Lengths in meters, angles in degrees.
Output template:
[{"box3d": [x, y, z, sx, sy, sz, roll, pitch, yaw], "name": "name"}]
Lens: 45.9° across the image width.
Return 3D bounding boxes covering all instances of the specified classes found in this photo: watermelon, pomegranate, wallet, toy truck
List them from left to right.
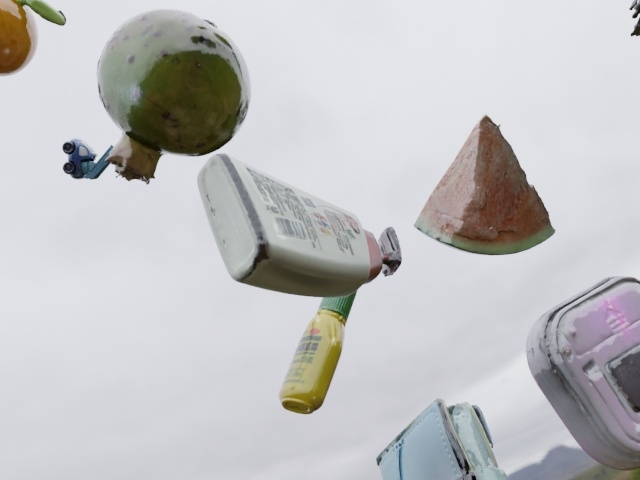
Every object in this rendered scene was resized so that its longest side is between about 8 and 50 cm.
[{"box3d": [-0.401, -0.144, 1.322, 0.090, 0.073, 0.056, -2, 2, 0], "name": "toy truck"}, {"box3d": [-0.118, -0.116, 0.581, 0.130, 0.130, 0.130, -21, -22, -9], "name": "pomegranate"}, {"box3d": [0.145, 0.316, 0.817, 0.075, 0.250, 0.176, 9, -45, -27], "name": "wallet"}, {"box3d": [0.309, -0.105, 1.623, 0.283, 0.293, 0.250, -15, 4, -37], "name": "watermelon"}]

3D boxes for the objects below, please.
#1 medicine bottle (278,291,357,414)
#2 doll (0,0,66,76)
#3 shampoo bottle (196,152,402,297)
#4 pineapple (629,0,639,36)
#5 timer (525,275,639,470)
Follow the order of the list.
[{"box3d": [0.009, 0.149, 1.206, 0.064, 0.261, 0.095, 36, -32, -21], "name": "medicine bottle"}, {"box3d": [-0.695, -0.478, 1.640, 0.236, 0.213, 0.213, -39, -23, 5], "name": "doll"}, {"box3d": [0.000, 0.000, 0.861, 0.284, 0.153, 0.071, 16, -51, -46], "name": "shampoo bottle"}, {"box3d": [0.575, -0.547, 1.341, 0.201, 0.362, 0.202, -15, 11, 3], "name": "pineapple"}, {"box3d": [0.341, 0.140, 0.846, 0.208, 0.191, 0.069, -23, -19, -32], "name": "timer"}]
